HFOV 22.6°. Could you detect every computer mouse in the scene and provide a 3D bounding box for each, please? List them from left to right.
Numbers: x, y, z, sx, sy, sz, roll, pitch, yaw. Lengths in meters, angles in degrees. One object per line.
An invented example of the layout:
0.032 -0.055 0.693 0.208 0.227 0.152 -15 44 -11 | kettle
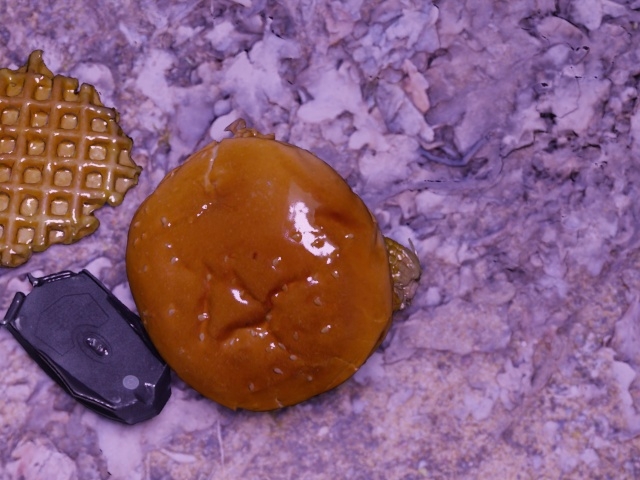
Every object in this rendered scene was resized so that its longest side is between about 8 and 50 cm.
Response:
-0.268 0.126 1.842 0.231 0.071 0.126 40 60 15 | computer mouse

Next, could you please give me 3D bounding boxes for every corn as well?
-0.002 0.004 1.898 0.260 0.091 0.091 28 55 7 | corn

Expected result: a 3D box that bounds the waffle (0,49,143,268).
-0.353 -0.098 1.911 0.254 0.052 0.245 -37 79 -14 | waffle

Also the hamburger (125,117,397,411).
-0.067 0.033 1.788 0.290 0.170 0.314 -30 94 15 | hamburger
